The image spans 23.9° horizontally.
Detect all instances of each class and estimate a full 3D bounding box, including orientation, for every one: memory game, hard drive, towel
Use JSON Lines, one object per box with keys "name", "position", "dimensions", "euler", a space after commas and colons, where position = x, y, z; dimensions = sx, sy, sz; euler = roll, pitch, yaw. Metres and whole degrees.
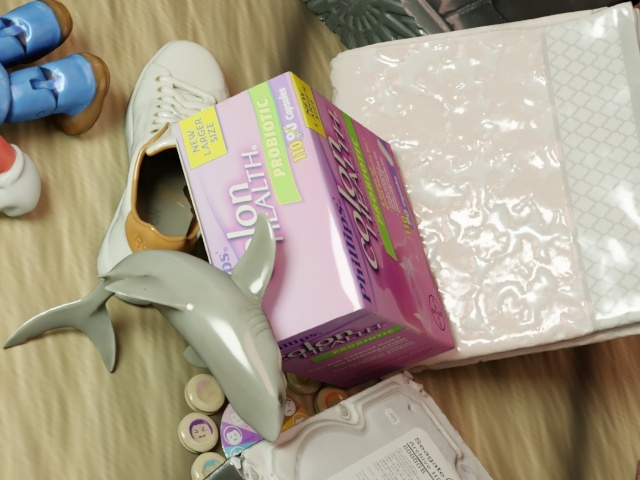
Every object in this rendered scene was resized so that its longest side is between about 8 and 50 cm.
{"name": "memory game", "position": [-0.041, 0.176, 1.345], "dimensions": [0.186, 0.012, 0.186], "euler": [14, 57, -23]}
{"name": "hard drive", "position": [0.059, 0.242, 1.230], "dimensions": [0.237, 0.064, 0.339], "euler": [54, 24, 11]}
{"name": "towel", "position": [0.176, -0.053, 1.438], "dimensions": [0.317, 0.053, 0.331], "euler": [-10, 72, 12]}

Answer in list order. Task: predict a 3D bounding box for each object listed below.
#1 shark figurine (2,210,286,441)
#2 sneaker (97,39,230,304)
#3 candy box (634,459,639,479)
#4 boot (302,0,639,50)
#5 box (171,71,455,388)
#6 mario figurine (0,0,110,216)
{"name": "shark figurine", "position": [-0.139, 0.047, 1.188], "dimensions": [0.116, 0.278, 0.166], "euler": [1, 99, -47]}
{"name": "sneaker", "position": [-0.122, -0.086, 1.383], "dimensions": [0.106, 0.123, 0.290], "euler": [19, 53, -18]}
{"name": "candy box", "position": [0.396, 0.298, 1.509], "dimensions": [0.187, 0.053, 0.109], "euler": [29, 52, -11]}
{"name": "boot", "position": [0.174, -0.358, 1.700], "dimensions": [0.445, 0.146, 0.367], "euler": [-36, 94, -36]}
{"name": "box", "position": [0.000, 0.000, 1.317], "dimensions": [0.243, 0.117, 0.213], "euler": [26, 44, -64]}
{"name": "mario figurine", "position": [-0.347, -0.114, 1.292], "dimensions": [0.198, 0.170, 0.320], "euler": [25, 29, 31]}
